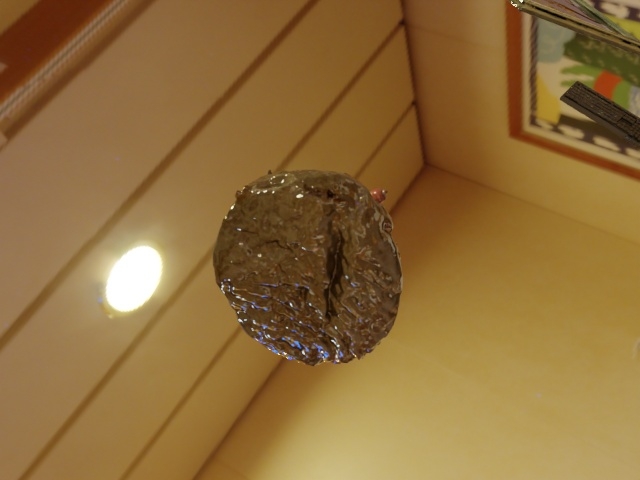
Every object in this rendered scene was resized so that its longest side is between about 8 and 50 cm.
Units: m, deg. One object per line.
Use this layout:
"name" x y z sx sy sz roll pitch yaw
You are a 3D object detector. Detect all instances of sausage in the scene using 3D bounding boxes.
"sausage" 0.044 -0.047 1.398 0.029 0.223 0.029 17 -119 -34

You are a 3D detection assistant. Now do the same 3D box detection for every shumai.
"shumai" 0.000 0.000 0.741 0.176 0.166 0.206 -73 -15 -52

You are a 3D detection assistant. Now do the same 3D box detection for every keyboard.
"keyboard" 0.610 -0.274 1.676 0.074 0.196 0.015 -39 -25 -25

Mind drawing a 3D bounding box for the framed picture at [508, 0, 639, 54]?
"framed picture" 0.317 -0.359 1.135 0.231 0.293 0.018 11 -57 -25
